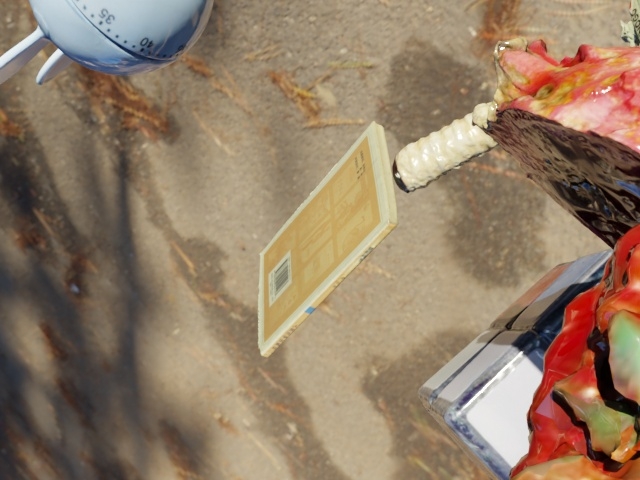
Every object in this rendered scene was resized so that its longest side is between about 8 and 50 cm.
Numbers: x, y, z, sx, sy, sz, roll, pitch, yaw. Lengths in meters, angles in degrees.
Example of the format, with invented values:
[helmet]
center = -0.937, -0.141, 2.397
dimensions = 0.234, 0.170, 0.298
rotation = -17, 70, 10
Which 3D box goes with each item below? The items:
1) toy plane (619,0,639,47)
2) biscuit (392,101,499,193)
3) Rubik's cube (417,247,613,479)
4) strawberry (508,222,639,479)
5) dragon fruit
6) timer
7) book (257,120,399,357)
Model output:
[toy plane]
center = 0.419, -0.223, 1.084
dimensions = 0.092, 0.286, 0.108
rotation = 18, 142, -35
[biscuit]
center = 0.183, -0.127, 1.082
dimensions = 0.219, 0.061, 0.055
rotation = -26, 135, 17
[Rubik's cube]
center = 0.355, 0.228, 1.219
dimensions = 0.318, 0.316, 0.313
rotation = 49, 176, 4
[strawberry]
center = 0.234, 0.142, 0.435
dimensions = 0.267, 0.311, 0.351
rotation = 2, 152, 31
[dragon fruit]
center = 0.217, -0.093, 0.685
dimensions = 0.212, 0.134, 0.262
rotation = 32, 175, 27
[timer]
center = -0.213, -0.218, 0.805
dimensions = 0.256, 0.175, 0.175
rotation = -4, 121, 29
[book]
center = 0.001, 0.000, 1.019
dimensions = 0.018, 0.170, 0.241
rotation = 25, 128, -25
